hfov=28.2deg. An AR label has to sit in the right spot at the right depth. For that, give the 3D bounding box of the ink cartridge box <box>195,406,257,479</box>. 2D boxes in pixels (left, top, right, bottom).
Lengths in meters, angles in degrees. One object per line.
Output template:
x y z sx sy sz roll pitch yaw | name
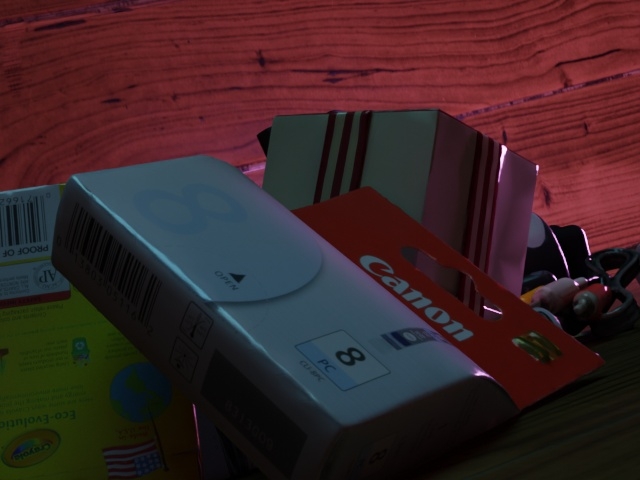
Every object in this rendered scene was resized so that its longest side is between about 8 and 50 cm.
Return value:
-0.128 0.129 1.196 0.273 0.197 0.114 -17 -1 -12 | ink cartridge box

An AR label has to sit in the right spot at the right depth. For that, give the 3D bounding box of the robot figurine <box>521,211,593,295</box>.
0.215 0.062 1.653 0.278 0.173 0.209 -16 -34 -15 | robot figurine

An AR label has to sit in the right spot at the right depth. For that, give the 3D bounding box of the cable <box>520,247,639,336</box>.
0.326 0.045 1.484 0.139 0.072 0.287 -9 16 37 | cable

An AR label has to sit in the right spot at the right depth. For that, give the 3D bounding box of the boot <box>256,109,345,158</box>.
0.001 0.000 2.193 0.146 0.445 0.367 -18 -2 25 | boot

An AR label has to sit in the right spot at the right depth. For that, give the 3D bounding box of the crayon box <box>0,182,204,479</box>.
-0.210 0.105 1.055 0.202 0.318 0.081 -7 -30 -6 | crayon box

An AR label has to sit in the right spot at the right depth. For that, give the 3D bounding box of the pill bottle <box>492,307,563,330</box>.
0.175 0.109 1.236 0.116 0.065 0.065 -15 -3 -28 | pill bottle

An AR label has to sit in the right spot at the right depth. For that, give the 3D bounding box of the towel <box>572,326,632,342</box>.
0.320 0.104 1.460 0.083 0.009 0.060 -17 -1 12 | towel

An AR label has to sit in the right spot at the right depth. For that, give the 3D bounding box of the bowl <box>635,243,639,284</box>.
0.473 0.028 1.622 0.142 0.053 0.142 -17 -23 5 | bowl

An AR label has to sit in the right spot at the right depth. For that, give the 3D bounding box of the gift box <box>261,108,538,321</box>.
0.095 0.019 1.376 0.255 0.258 0.276 1 -13 43 | gift box

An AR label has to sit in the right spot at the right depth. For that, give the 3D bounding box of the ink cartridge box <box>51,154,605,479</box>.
0.029 0.033 1.024 0.385 0.308 0.091 -16 -45 -45 | ink cartridge box
